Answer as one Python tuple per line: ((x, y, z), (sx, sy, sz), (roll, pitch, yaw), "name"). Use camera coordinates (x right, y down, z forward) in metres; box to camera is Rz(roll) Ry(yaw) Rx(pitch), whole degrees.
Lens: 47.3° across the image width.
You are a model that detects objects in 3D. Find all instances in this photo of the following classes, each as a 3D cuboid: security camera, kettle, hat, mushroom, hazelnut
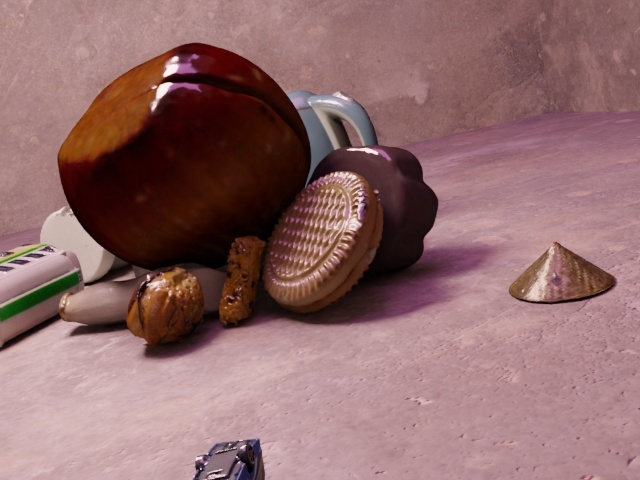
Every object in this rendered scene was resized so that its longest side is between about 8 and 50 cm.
((-0.537, -0.005, 1.790), (0.195, 0.194, 0.236), (-6, 8, 24), "security camera")
((0.005, -0.183, 1.698), (0.320, 0.341, 0.247), (-2, 14, 36), "kettle")
((0.334, 0.033, 1.029), (0.146, 0.067, 0.146), (-11, 12, 2), "hat")
((-0.306, 0.101, 1.278), (0.352, 0.097, 0.109), (-11, -2, 23), "mushroom")
((-0.241, -0.148, 1.309), (0.429, 0.402, 0.402), (-38, 4, 18), "hazelnut")

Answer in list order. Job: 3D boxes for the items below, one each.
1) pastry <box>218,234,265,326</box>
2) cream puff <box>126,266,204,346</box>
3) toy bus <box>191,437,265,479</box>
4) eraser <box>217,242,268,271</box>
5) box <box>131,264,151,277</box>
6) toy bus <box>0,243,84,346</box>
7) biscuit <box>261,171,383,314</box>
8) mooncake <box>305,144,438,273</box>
((-0.126, 0.063, 1.174), (0.056, 0.140, 0.080), (15, 10, 14), "pastry")
((-0.233, 0.105, 1.131), (0.104, 0.119, 0.133), (22, 42, 29), "cream puff")
((-0.081, 0.213, 0.598), (0.051, 0.061, 0.153), (-11, 10, 9), "toy bus")
((-0.156, 0.014, 1.516), (0.290, 0.104, 0.189), (-10, 20, 12), "eraser")
((-0.341, -0.023, 1.676), (0.274, 0.178, 0.138), (-13, 11, -2), "box")
((-0.605, 0.103, 1.429), (0.179, 0.143, 0.305), (-5, 13, 20), "toy bus")
((0.000, 0.000, 1.164), (0.259, 0.079, 0.259), (-33, 37, 30), "biscuit")
((0.085, -0.053, 1.288), (0.133, 0.244, 0.245), (0, 1, -43), "mooncake")
